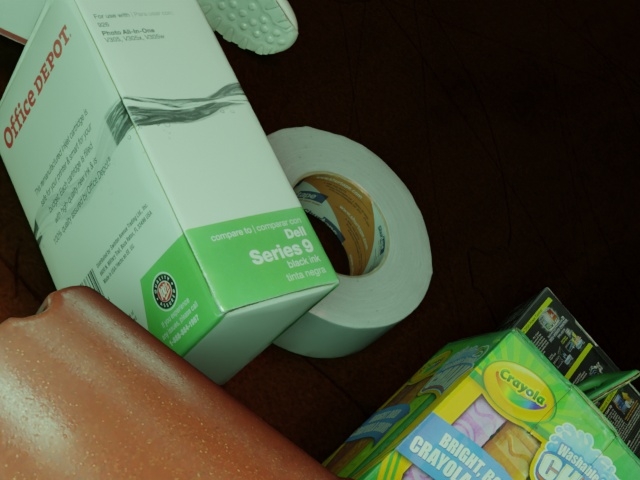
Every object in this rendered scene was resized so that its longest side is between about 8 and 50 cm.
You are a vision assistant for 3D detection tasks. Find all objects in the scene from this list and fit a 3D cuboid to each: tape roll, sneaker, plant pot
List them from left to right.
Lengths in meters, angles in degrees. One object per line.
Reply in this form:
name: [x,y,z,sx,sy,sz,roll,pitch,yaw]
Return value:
plant pot: [-0.111,0.184,0.628,0.265,0.272,0.272,42,46,7]
sneaker: [-0.110,-0.297,1.149,0.235,0.090,0.095,41,37,-8]
tape roll: [0.000,0.000,1.038,0.219,0.072,0.219,17,54,-26]

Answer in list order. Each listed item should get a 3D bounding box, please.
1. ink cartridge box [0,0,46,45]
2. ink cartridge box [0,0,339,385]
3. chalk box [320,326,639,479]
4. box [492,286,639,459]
ink cartridge box: [-0.298,-0.328,0.984,0.197,0.114,0.273,23,42,-22]
ink cartridge box: [-0.138,-0.035,0.866,0.121,0.211,0.289,-14,71,-39]
chalk box: [0.131,0.189,0.858,0.289,0.180,0.179,-43,90,-16]
box: [0.223,0.202,1.072,0.216,0.060,0.270,48,46,2]
